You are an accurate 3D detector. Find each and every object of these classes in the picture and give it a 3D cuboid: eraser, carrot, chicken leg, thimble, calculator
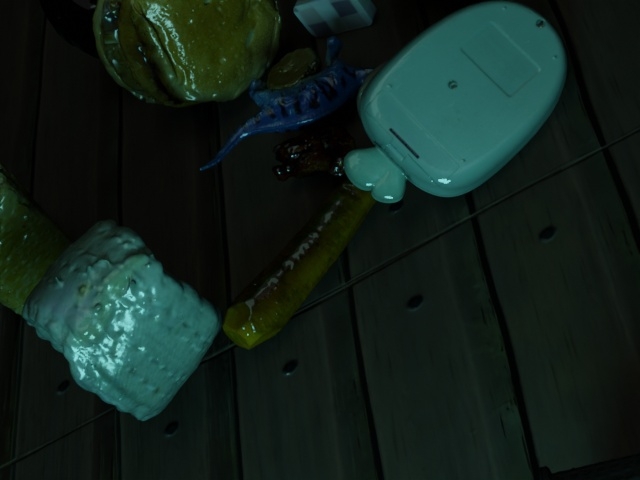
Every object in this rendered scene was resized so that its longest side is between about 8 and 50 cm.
[{"bbox_3d":[0.020,-0.315,2.181,0.105,0.065,0.026,-9,48,37],"label":"eraser"},{"bbox_3d":[0.000,0.000,1.888,0.314,0.066,0.066,-50,37,-17],"label":"carrot"},{"bbox_3d":[0.001,-0.104,1.970,0.089,0.048,0.219,-44,22,-20],"label":"chicken leg"},{"bbox_3d":[-0.232,0.094,1.850,0.205,0.250,0.172,37,81,11],"label":"thimble"},{"bbox_3d":[0.154,-0.157,1.837,0.295,0.042,0.184,-42,77,-5],"label":"calculator"}]

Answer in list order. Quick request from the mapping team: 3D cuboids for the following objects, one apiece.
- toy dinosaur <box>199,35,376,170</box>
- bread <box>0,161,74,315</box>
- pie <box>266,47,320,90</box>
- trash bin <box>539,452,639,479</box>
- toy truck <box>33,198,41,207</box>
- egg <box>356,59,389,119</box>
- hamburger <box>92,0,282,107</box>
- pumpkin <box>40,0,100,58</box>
[{"bbox_3d":[-0.012,-0.185,2.066,0.329,0.076,0.144,-21,33,0],"label":"toy dinosaur"},{"bbox_3d":[-0.432,-0.007,2.171,0.138,0.196,0.102,-44,39,-11],"label":"bread"},{"bbox_3d":[-0.037,-0.232,2.186,0.084,0.020,0.084,-23,39,20],"label":"pie"},{"bbox_3d":[0.283,0.240,1.311,0.161,0.175,0.175,-22,39,6],"label":"trash bin"},{"bbox_3d":[-0.459,0.000,2.285,0.147,0.079,0.065,-41,37,5],"label":"toy truck"},{"bbox_3d":[0.109,-0.173,1.922,0.135,0.103,0.103,-16,43,18],"label":"egg"},{"bbox_3d":[-0.188,-0.303,2.221,0.244,0.244,0.163,-50,24,-11],"label":"hamburger"},{"bbox_3d":[-0.282,-0.389,2.419,0.296,0.296,0.295,-24,40,22],"label":"pumpkin"}]
